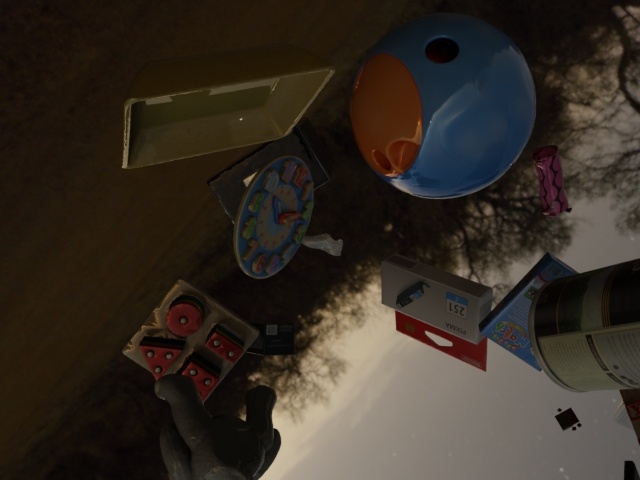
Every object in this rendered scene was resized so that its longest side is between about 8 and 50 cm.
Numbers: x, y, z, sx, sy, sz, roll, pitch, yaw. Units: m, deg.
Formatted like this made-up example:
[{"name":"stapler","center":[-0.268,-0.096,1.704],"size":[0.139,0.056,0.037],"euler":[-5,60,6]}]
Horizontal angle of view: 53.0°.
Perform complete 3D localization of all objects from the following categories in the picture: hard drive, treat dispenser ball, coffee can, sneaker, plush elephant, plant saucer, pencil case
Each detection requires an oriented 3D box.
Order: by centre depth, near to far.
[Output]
[{"name":"coffee can","center":[0.495,0.129,0.993],"size":[0.201,0.201,0.275],"euler":[-45,-171,-30]},{"name":"treat dispenser ball","center":[0.190,-0.209,1.016],"size":[0.288,0.288,0.288],"euler":[-46,178,-2]},{"name":"plant saucer","center":[-0.181,-0.237,1.103],"size":[0.333,0.080,0.333],"euler":[-15,175,-20]},{"name":"plush elephant","center":[-0.218,0.471,1.299],"size":[0.272,0.330,0.255],"euler":[12,127,-37]},{"name":"hard drive","center":[0.657,0.547,1.345],"size":[0.022,0.094,0.135],"euler":[-12,-153,34]},{"name":"pencil case","center":[0.701,-0.180,1.955],"size":[0.095,0.209,0.098],"euler":[-1,-150,40]},{"name":"sneaker","center":[0.000,0.000,2.078],"size":[0.053,0.152,0.061],"euler":[-90,-163,-76]}]

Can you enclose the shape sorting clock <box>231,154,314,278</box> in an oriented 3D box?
[{"name":"shape sorting clock","center":[-0.069,-0.036,1.029],"size":[0.206,0.040,0.206],"euler":[-37,134,-50]}]

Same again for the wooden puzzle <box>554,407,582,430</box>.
[{"name":"wooden puzzle","center":[0.647,0.469,1.681],"size":[0.049,0.006,0.083],"euler":[-34,-151,13]}]

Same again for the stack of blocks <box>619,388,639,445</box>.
[{"name":"stack of blocks","center":[0.769,0.452,1.383],"size":[0.087,0.297,0.171],"euler":[-30,-150,25]}]

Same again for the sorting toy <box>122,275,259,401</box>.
[{"name":"sorting toy","center":[-0.335,0.271,1.640],"size":[0.257,0.255,0.089],"euler":[-51,-168,9]}]

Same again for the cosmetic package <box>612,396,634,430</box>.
[{"name":"cosmetic package","center":[1.013,0.485,1.961],"size":[0.183,0.152,0.151],"euler":[-53,153,-25]}]

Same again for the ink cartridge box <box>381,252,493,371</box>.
[{"name":"ink cartridge box","center":[0.292,0.195,1.655],"size":[0.066,0.296,0.261],"euler":[-29,127,-39]}]

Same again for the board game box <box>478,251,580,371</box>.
[{"name":"board game box","center":[0.448,0.146,1.288],"size":[0.211,0.160,0.039],"euler":[-53,-170,22]}]

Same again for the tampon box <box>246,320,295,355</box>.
[{"name":"tampon box","center":[-0.175,0.313,2.074],"size":[0.121,0.101,0.161],"euler":[5,175,-37]}]

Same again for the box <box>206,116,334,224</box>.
[{"name":"box","center":[-0.129,-0.197,1.840],"size":[0.296,0.182,0.294],"euler":[-30,-167,12]}]
